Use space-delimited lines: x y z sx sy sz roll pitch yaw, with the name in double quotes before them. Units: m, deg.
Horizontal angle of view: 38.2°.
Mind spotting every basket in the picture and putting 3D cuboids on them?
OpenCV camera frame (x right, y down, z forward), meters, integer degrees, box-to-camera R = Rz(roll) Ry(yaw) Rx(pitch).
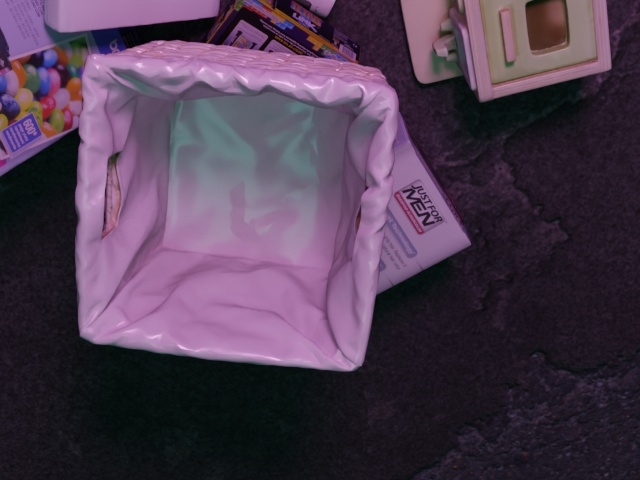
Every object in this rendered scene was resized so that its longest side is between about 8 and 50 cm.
"basket" -0.086 -0.057 1.081 0.331 0.266 0.328 7 110 2

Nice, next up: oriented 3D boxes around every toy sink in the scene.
"toy sink" 0.229 -0.272 1.161 0.234 0.131 0.153 -12 119 4

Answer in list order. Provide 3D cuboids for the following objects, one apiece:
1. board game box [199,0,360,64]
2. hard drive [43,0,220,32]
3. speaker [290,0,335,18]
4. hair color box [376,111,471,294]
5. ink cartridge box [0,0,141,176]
"board game box" -0.057 -0.237 1.184 0.170 0.048 0.141 30 135 -22
"hard drive" -0.193 -0.418 1.026 0.233 0.047 0.353 -20 130 -43
"speaker" -0.044 -0.329 1.157 0.136 0.055 0.055 21 116 -15
"hair color box" 0.000 0.000 1.312 0.374 0.113 0.185 -29 117 13
"ink cartridge box" -0.334 -0.214 1.083 0.065 0.311 0.186 16 136 39
